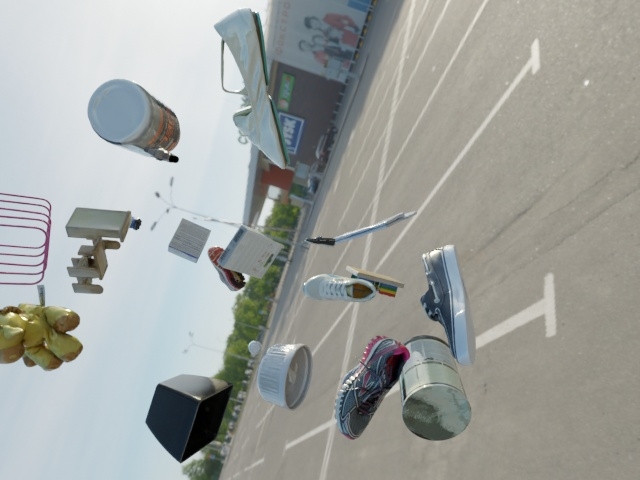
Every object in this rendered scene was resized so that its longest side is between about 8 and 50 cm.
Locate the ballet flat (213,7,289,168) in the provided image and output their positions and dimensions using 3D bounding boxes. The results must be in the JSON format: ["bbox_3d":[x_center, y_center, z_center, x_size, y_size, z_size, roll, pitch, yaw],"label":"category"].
[{"bbox_3d":[-0.179,-0.368,1.136,0.139,0.139,0.399,-79,-19,-59],"label":"ballet flat"}]

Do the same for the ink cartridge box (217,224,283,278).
[{"bbox_3d":[-0.288,0.052,1.848,0.189,0.066,0.232,-56,-33,6],"label":"ink cartridge box"}]

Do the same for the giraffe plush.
[{"bbox_3d":[-0.680,0.211,1.012,0.210,0.182,0.170,66,-169,3],"label":"giraffe plush"}]

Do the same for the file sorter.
[{"bbox_3d":[-0.934,-0.011,1.356,0.291,0.183,0.201,41,119,53],"label":"file sorter"}]

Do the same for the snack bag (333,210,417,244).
[{"bbox_3d":[0.238,-0.062,1.971,0.323,0.037,0.343,-20,1,38],"label":"snack bag"}]

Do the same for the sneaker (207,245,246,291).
[{"bbox_3d":[-0.415,0.126,1.892,0.088,0.225,0.093,-29,-7,-41],"label":"sneaker"}]

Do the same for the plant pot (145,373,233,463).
[{"bbox_3d":[-0.395,0.496,1.303,0.188,0.167,0.187,7,-78,-72],"label":"plant pot"}]

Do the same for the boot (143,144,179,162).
[{"bbox_3d":[-0.454,-0.249,1.298,0.118,0.087,0.041,-43,-28,-75],"label":"boot"}]

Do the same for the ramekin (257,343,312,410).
[{"bbox_3d":[-0.115,0.429,1.427,0.207,0.109,0.206,5,-90,-67],"label":"ramekin"}]

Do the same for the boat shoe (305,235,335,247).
[{"bbox_3d":[0.000,0.000,1.765,0.046,0.126,0.038,-134,55,-74],"label":"boat shoe"}]

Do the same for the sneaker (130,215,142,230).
[{"bbox_3d":[-0.877,-0.076,2.040,0.152,0.085,0.058,-77,7,-76],"label":"sneaker"}]

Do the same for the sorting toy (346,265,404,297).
[{"bbox_3d":[0.274,0.222,2.346,0.257,0.256,0.089,-155,81,-80],"label":"sorting toy"}]

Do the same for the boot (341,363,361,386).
[{"bbox_3d":[0.129,0.489,1.581,0.190,0.069,0.086,-53,-14,18],"label":"boot"}]

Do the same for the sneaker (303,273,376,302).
[{"bbox_3d":[0.060,0.149,1.387,0.092,0.229,0.087,142,128,-83],"label":"sneaker"}]

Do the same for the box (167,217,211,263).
[{"bbox_3d":[-0.528,0.002,1.789,0.072,0.126,0.137,-45,23,58],"label":"box"}]

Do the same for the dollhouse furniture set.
[{"bbox_3d":[-0.693,0.022,1.427,0.212,0.161,0.241,-95,13,-47],"label":"dollhouse furniture set"}]

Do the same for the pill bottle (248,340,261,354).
[{"bbox_3d":[-0.219,0.359,1.489,0.083,0.044,0.043,135,152,-76],"label":"pill bottle"}]

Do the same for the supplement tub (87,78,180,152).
[{"bbox_3d":[-0.607,-0.397,1.502,0.338,0.207,0.206,-81,9,-87],"label":"supplement tub"}]

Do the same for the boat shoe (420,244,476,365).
[{"bbox_3d":[0.279,0.142,1.003,0.108,0.102,0.301,52,-150,-46],"label":"boat shoe"}]

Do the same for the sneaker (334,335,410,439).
[{"bbox_3d":[0.141,0.407,1.234,0.112,0.121,0.299,2,61,60],"label":"sneaker"}]

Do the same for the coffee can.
[{"bbox_3d":[0.352,0.462,1.424,0.275,0.202,0.201,-74,3,-70],"label":"coffee can"}]
